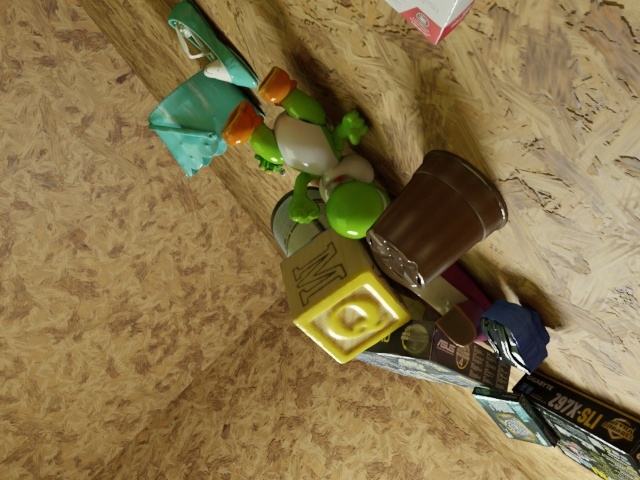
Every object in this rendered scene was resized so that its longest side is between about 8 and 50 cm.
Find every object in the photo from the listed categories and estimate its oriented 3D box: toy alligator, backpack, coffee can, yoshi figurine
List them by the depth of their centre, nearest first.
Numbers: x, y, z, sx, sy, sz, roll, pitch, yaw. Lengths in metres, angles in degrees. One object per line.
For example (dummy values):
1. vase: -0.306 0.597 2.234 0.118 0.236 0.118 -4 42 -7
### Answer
1. yoshi figurine: 0.003 -0.134 0.957 0.362 0.203 0.203 39 155 -23
2. backpack: 0.358 0.165 0.960 0.120 0.101 0.098 55 160 -20
3. coffee can: 0.000 0.000 1.350 0.201 0.201 0.275 53 180 -33
4. toy alligator: -0.144 -0.236 1.622 0.051 0.056 0.189 -1 -156 -39

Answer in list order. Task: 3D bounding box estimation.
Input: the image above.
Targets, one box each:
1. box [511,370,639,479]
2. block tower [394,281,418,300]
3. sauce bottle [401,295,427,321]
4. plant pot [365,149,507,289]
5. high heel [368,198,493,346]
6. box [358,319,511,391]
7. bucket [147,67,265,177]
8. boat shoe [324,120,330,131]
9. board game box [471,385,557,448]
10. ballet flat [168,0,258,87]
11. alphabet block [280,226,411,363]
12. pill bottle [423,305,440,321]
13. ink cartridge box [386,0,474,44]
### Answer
1. box: 0.595 0.429 1.101 0.257 0.079 0.322 47 170 -17
2. block tower: 0.180 0.065 1.344 0.097 0.091 0.335 50 169 -15
3. sauce bottle: 0.312 0.263 1.523 0.344 0.111 0.111 45 170 11
4. plant pot: 0.169 -0.025 0.807 0.167 0.165 0.167 45 170 10
5. high heel: 0.233 0.057 1.107 0.181 0.127 0.377 -2 -123 -56
6. box: 0.237 0.280 1.276 0.318 0.097 0.395 0 158 45
7. bucket: -0.306 -0.317 1.372 0.183 0.281 0.281 51 169 -12
8. boat shoe: 0.002 -0.215 1.110 0.046 0.038 0.125 43 169 21
9. board game box: 0.453 0.413 1.209 0.126 0.026 0.186 -8 129 52
10. ballet flat: -0.252 -0.427 1.184 0.247 0.087 0.083 48 170 -11
11. alphabet block: 0.050 0.108 1.128 0.192 0.193 0.197 46 -166 -32
12. pill bottle: 0.301 0.173 1.226 0.103 0.103 0.184 43 170 17
13. ink cartridge box: 0.102 -0.259 0.460 0.099 0.056 0.135 45 171 5
